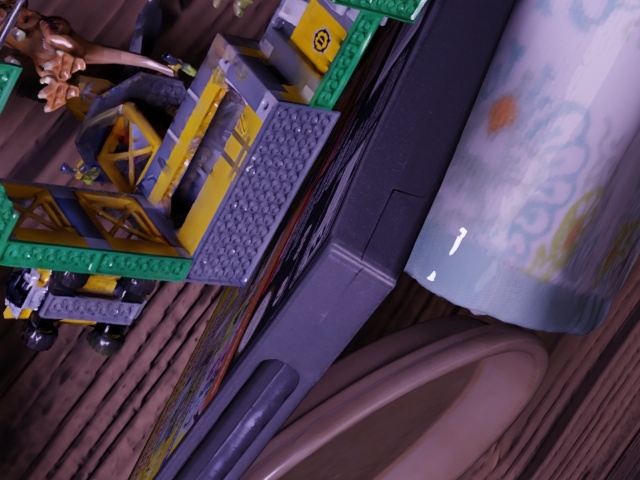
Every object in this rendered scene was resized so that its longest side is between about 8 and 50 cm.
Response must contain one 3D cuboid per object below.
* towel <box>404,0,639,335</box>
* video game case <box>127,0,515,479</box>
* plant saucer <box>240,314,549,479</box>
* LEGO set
[{"bbox_3d":[0.164,-0.104,0.977,0.320,0.090,0.374,-63,166,3],"label":"towel"},{"bbox_3d":[0.000,0.000,0.818,0.248,0.035,0.275,-53,-172,42],"label":"video game case"},{"bbox_3d":[0.003,0.130,0.985,0.278,0.041,0.278,-33,159,-14],"label":"plant saucer"},{"bbox_3d":[-0.091,-0.137,0.765,0.255,0.192,0.331,-1,127,-38],"label":"LEGO set"}]
